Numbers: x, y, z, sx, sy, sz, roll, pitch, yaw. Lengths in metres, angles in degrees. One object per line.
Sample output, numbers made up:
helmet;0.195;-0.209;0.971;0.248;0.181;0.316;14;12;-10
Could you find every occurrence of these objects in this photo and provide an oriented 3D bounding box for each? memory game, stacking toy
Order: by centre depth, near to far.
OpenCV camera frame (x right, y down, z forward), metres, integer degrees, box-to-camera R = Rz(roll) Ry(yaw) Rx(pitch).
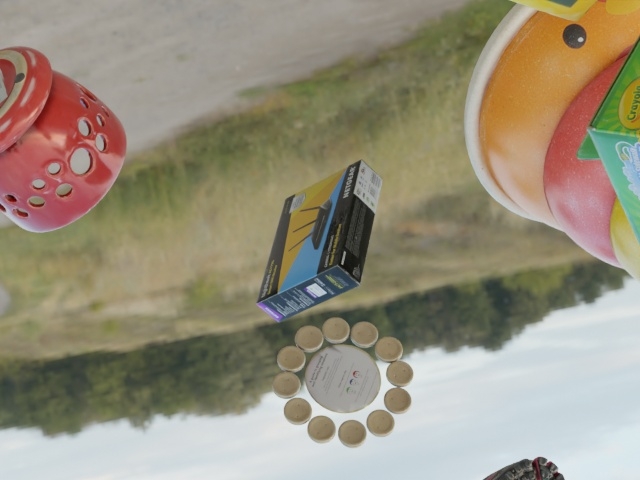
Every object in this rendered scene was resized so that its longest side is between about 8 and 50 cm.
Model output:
stacking toy;0.384;-0.055;1.229;0.350;0.351;0.480;-12;-142;-13
memory game;0.029;0.181;1.577;0.186;0.186;0.012;-12;149;-12

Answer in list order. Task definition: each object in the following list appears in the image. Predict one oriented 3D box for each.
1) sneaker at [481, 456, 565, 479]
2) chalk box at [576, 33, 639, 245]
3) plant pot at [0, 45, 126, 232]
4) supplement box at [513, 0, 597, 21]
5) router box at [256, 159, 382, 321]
sneaker;0.226;0.429;1.809;0.299;0.121;0.112;-29;174;-11
chalk box;0.267;-0.072;0.795;0.213;0.132;0.132;13;152;39
plant pot;-0.367;-0.131;1.532;0.191;0.191;0.174;-14;143;27
supplement box;0.103;-0.353;0.808;0.195;0.357;0.194;8;140;-38
router box;0.000;0.000;1.474;0.133;0.046;0.179;-27;-146;35
